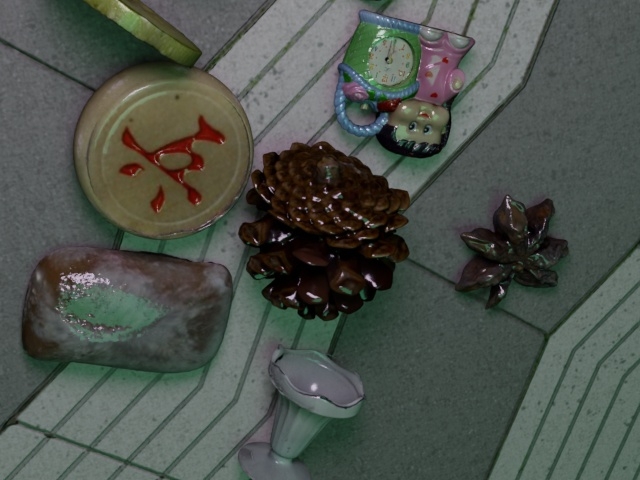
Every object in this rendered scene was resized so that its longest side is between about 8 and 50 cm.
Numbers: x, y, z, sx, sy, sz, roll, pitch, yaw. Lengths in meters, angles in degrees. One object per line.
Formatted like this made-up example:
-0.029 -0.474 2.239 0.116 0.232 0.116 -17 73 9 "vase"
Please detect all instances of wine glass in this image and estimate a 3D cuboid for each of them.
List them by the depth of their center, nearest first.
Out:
-0.039 0.283 1.682 0.165 0.165 0.196 19 110 -25 "wine glass"

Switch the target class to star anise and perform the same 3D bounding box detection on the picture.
0.316 0.012 1.740 0.212 0.073 0.197 -16 118 -15 "star anise"

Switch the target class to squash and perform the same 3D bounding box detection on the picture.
-0.242 -0.289 1.340 0.219 0.219 0.041 31 97 -27 "squash"

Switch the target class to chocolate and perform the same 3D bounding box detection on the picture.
-0.274 0.112 1.563 0.303 0.100 0.185 7 105 -25 "chocolate"

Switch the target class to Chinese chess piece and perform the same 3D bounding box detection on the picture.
-0.216 -0.124 1.481 0.250 0.103 0.249 -8 114 -18 "Chinese chess piece"

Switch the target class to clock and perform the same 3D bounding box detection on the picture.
0.116 -0.224 1.562 0.194 0.100 0.195 8 105 -18 "clock"

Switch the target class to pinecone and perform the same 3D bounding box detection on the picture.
0.003 -0.005 1.535 0.264 0.264 0.264 -7 113 -17 "pinecone"
